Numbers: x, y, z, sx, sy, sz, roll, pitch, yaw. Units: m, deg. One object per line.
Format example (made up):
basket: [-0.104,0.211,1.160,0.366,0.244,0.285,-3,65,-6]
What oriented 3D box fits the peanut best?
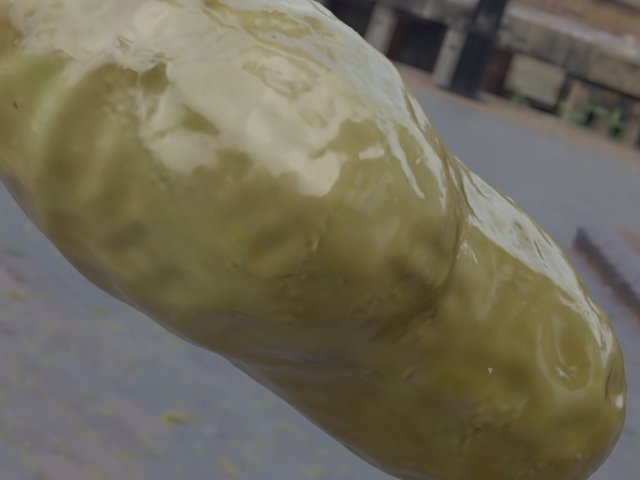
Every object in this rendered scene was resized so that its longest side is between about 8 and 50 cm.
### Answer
peanut: [0.000,0.000,0.731,0.319,0.147,0.147,41,3,-24]
